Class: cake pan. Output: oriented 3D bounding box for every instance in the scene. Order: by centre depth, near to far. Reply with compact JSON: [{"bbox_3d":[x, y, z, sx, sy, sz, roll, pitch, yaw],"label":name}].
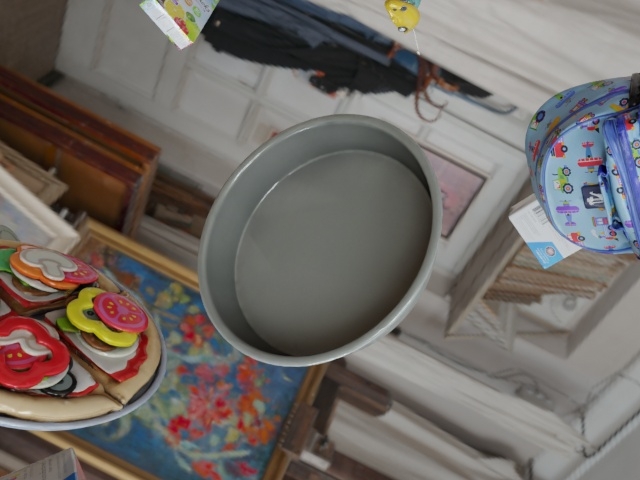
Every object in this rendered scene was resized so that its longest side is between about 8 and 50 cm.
[{"bbox_3d":[0.000,0.000,0.810,0.293,0.293,0.054,-63,145,-10],"label":"cake pan"}]

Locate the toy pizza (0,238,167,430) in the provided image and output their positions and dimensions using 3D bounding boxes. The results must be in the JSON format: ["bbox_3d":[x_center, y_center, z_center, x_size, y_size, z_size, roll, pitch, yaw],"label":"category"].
[{"bbox_3d":[-0.198,0.050,0.506,0.032,0.201,0.201,-63,-179,22],"label":"toy pizza"}]

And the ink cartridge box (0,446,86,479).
[{"bbox_3d":[-0.328,0.298,0.690,0.231,0.078,0.134,-21,-164,-18],"label":"ink cartridge box"}]

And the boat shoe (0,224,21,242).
[{"bbox_3d":[-0.321,0.100,0.783,0.068,0.228,0.081,-24,176,0],"label":"boat shoe"}]

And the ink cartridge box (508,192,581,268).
[{"bbox_3d":[0.399,-0.050,1.148,0.181,0.104,0.061,-34,-176,25],"label":"ink cartridge box"}]

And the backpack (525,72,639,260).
[{"bbox_3d":[0.257,-0.058,0.610,0.117,0.173,0.158,-56,133,-54],"label":"backpack"}]

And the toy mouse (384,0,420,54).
[{"bbox_3d":[0.112,-0.363,1.023,0.031,0.161,0.143,-13,-118,32],"label":"toy mouse"}]

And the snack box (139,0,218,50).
[{"bbox_3d":[-0.234,-0.401,1.244,0.037,0.100,0.141,-18,-142,33],"label":"snack box"}]
